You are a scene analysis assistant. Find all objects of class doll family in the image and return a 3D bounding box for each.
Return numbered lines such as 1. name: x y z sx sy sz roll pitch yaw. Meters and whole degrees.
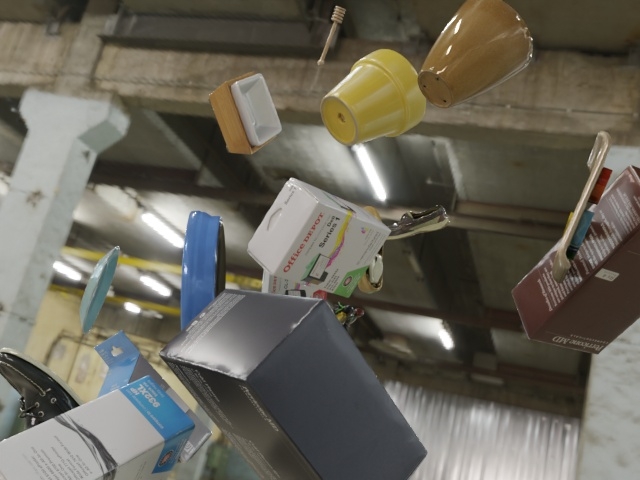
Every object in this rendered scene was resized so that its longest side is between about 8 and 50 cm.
1. doll family: 0.043 0.217 1.937 0.076 0.193 0.111 41 -52 -1

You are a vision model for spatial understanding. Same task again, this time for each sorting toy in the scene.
1. sorting toy: 0.456 -0.038 1.323 0.041 0.229 0.307 19 -6 17

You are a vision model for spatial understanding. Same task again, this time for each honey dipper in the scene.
1. honey dipper: 0.027 -0.541 2.018 0.030 0.161 0.030 19 15 -5

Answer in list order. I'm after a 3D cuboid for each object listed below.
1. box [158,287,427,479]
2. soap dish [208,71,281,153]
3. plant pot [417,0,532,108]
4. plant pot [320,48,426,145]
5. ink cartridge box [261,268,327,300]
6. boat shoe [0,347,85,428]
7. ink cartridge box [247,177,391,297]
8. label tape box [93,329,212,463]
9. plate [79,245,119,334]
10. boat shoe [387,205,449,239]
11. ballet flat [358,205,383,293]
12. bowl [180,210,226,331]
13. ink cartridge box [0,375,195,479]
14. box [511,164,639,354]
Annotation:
1. box: -0.049 0.269 1.260 0.312 0.179 0.343 2 -50 56
2. soap dish: -0.238 -0.405 2.415 0.118 0.229 0.291 -16 14 17
3. plant pot: 0.378 -0.463 1.971 0.237 0.254 0.237 40 -20 17
4. plant pot: 0.141 -0.402 2.234 0.254 0.239 0.254 38 -33 31
5. ink cartridge box: -0.072 0.117 2.155 0.175 0.128 0.072 1 19 -15
6. boat shoe: -0.594 0.379 1.658 0.127 0.113 0.340 -15 -58 44
7. ink cartridge box: 0.000 0.000 1.751 0.278 0.201 0.117 20 16 -47
8. label tape box: -0.451 0.400 1.866 0.334 0.106 0.240 50 -37 -8
9. plate: -0.447 0.096 1.519 0.024 0.188 0.188 20 -18 -7
10. boat shoe: 0.282 -0.058 2.340 0.223 0.074 0.080 -13 18 15
11. ballet flat: 0.143 0.024 2.003 0.080 0.232 0.073 1 0 -26
12. bowl: -0.277 0.122 1.833 0.077 0.391 0.391 1 -17 -4
13. ink cartridge box: -0.372 0.369 1.158 0.129 0.223 0.307 42 31 20
14. box: 0.569 0.050 1.479 0.191 0.143 0.381 13 -46 -21
